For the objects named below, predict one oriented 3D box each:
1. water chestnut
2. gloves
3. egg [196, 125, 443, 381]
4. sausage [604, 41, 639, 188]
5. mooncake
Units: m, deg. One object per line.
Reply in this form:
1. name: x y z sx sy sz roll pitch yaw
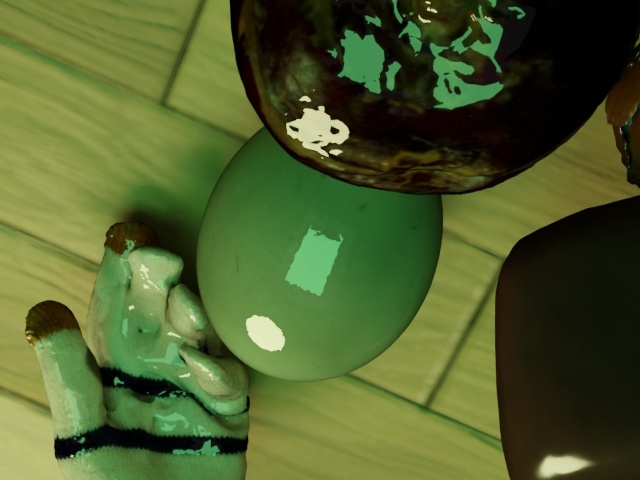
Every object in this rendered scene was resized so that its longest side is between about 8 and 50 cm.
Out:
1. water chestnut: 0.055 -0.132 0.955 0.223 0.238 0.224 -1 115 -1
2. gloves: -0.115 0.096 1.228 0.140 0.131 0.219 -3 91 17
3. egg: 0.000 0.000 1.108 0.149 0.149 0.192 20 118 0
4. sausage: 0.263 -0.131 0.877 0.102 0.102 0.330 38 132 -12
5. mooncake: 0.252 0.071 1.006 0.325 0.174 0.334 10 156 -24
